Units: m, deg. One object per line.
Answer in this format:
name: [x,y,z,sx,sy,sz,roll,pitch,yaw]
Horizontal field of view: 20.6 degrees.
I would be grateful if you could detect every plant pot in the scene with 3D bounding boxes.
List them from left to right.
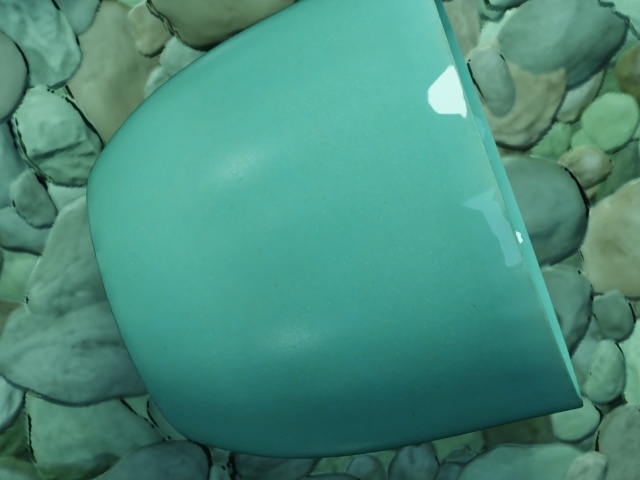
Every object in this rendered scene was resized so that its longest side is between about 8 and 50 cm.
plant pot: [0.000,0.000,1.065,0.235,0.293,0.293,-20,114,7]
